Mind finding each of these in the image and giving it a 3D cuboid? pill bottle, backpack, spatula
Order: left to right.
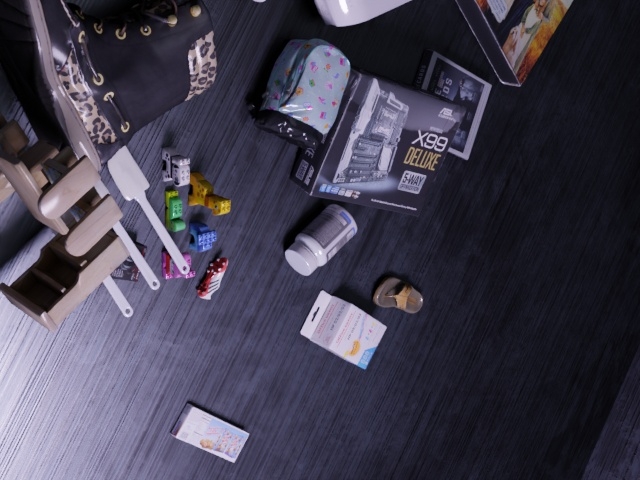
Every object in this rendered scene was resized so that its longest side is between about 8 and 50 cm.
[{"bbox_3d":[-0.316,-0.009,1.501,0.168,0.019,0.242,-40,117,-27],"label":"spatula"},{"bbox_3d":[-0.027,-0.263,1.680,0.152,0.115,0.182,23,86,-46],"label":"backpack"},{"bbox_3d":[0.000,0.000,1.840,0.137,0.078,0.078,-44,133,-26],"label":"pill bottle"}]

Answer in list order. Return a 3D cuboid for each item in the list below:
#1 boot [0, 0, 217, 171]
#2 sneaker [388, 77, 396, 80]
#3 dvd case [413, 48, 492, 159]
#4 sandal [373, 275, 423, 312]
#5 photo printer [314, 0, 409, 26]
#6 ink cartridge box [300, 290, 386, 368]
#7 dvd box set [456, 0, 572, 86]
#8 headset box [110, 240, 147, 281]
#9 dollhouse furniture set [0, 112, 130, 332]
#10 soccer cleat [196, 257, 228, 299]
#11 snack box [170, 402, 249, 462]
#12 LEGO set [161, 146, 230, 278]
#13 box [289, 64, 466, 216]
[{"bbox_3d":[-0.302,-0.299,1.354,0.284,0.138,0.377,-38,133,-29],"label":"boot"},{"bbox_3d":[0.149,-0.264,1.913,0.059,0.053,0.144,-31,135,-30],"label":"sneaker"},{"bbox_3d":[0.272,-0.287,2.052,0.238,0.029,0.179,15,94,-49],"label":"dvd case"},{"bbox_3d":[0.181,0.126,2.103,0.180,0.049,0.072,23,88,-49],"label":"sandal"},{"bbox_3d":[0.095,-0.534,1.705,0.307,0.107,0.256,-32,126,-35],"label":"photo printer"},{"bbox_3d":[0.049,0.186,1.977,0.181,0.061,0.104,35,79,-47],"label":"ink cartridge box"},{"bbox_3d":[0.472,-0.599,2.115,0.420,0.062,0.307,-57,137,-14],"label":"dvd box set"},{"bbox_3d":[-0.327,0.029,1.538,0.083,0.032,0.062,13,96,-50],"label":"headset box"},{"bbox_3d":[-0.393,-0.019,1.312,0.161,0.212,0.242,-48,142,-23],"label":"dollhouse furniture set"},{"bbox_3d":[-0.189,0.068,1.706,0.083,0.029,0.035,-59,146,-7],"label":"soccer cleat"},{"bbox_3d":[-0.206,0.366,1.808,0.178,0.022,0.064,39,75,-47],"label":"snack box"},{"bbox_3d":[-0.203,-0.041,1.595,0.087,0.093,0.227,-17,117,-42],"label":"LEGO set"},{"bbox_3d":[0.116,-0.187,1.836,0.307,0.076,0.243,10,111,-43],"label":"box"}]
